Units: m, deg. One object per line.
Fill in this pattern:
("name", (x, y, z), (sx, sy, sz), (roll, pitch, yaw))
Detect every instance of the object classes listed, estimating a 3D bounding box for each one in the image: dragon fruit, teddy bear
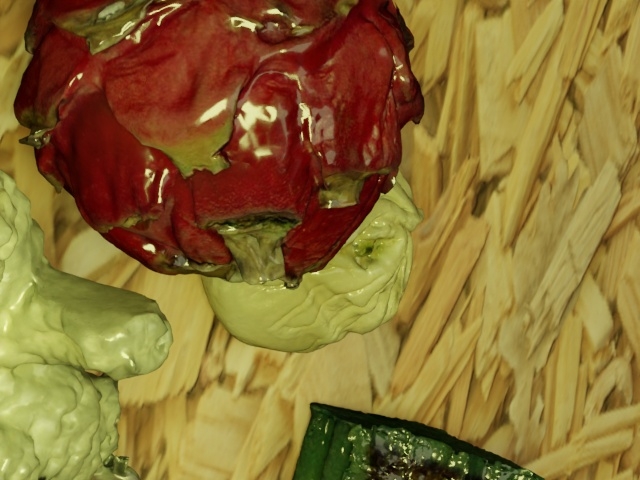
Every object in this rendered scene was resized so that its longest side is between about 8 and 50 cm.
("dragon fruit", (-0.078, -0.126, 1.139), (0.329, 0.329, 0.329), (-11, 105, -42))
("teddy bear", (-0.252, 0.124, 0.992), (0.327, 0.375, 0.362), (-12, 106, -2))

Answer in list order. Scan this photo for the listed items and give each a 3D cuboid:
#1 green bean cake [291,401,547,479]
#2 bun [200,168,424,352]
("green bean cake", (0.094, 0.238, 1.460), (0.208, 0.193, 0.107), (22, 88, -43))
("bun", (0.000, 0.000, 1.355), (0.229, 0.145, 0.229), (-13, 108, -46))
